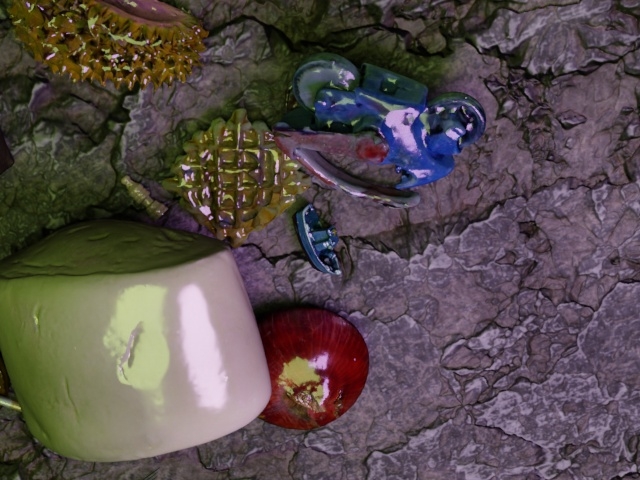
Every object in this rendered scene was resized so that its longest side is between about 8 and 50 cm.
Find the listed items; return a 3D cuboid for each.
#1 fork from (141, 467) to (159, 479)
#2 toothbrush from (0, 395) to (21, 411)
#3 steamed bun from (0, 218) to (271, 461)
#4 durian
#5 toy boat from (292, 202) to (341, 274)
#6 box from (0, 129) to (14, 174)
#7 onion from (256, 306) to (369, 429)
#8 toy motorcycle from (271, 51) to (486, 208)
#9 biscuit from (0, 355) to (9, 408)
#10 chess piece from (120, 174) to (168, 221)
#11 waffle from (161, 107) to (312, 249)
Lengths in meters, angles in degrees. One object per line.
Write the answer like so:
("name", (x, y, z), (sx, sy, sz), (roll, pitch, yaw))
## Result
("fork", (-0.375, 0.531, 1.926), (0.021, 0.039, 0.235), (30, 112, -6))
("toothbrush", (-0.470, 0.344, 1.841), (0.288, 0.021, 0.024), (26, 98, -18))
("steamed bun", (-0.333, 0.161, 1.593), (0.456, 0.290, 0.371), (-5, 111, 28))
("durian", (-0.352, -0.322, 1.548), (0.341, 0.112, 0.191), (24, 108, -11))
("toy boat", (0.000, 0.000, 1.699), (0.061, 0.060, 0.137), (-11, 109, 27))
("box", (-0.670, -0.150, 1.601), (0.274, 0.143, 0.184), (-14, 111, 6))
("onion", (-0.033, 0.229, 1.748), (0.248, 0.161, 0.247), (0, 90, -3))
("toy motorcycle", (0.090, -0.182, 1.594), (0.319, 0.241, 0.181), (18, 70, -1))
("biscuit", (-0.678, 0.252, 1.815), (0.212, 0.036, 0.212), (0, 111, 0))
("chess piece", (-0.306, -0.076, 1.688), (0.035, 0.035, 0.092), (-41, 102, 15))
("waffle", (-0.142, -0.107, 1.661), (0.223, 0.054, 0.204), (-40, 106, 15))
